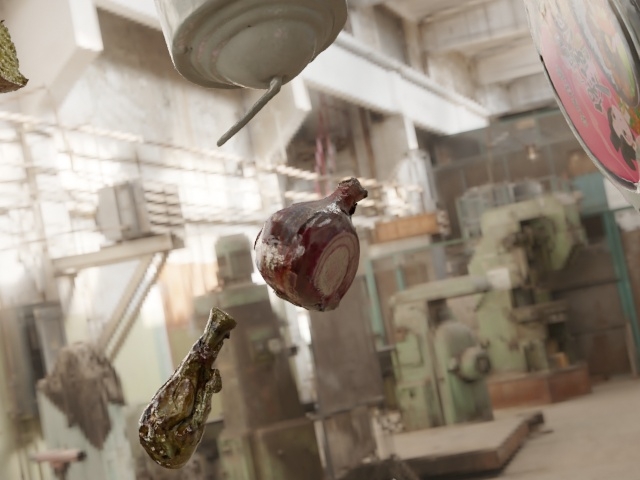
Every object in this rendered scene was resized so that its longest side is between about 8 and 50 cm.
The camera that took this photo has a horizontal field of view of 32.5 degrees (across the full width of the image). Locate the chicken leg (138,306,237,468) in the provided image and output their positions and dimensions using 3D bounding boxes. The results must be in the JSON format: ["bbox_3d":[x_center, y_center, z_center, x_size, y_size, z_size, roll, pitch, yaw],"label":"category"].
[{"bbox_3d":[-0.136,0.158,1.174,0.070,0.178,0.093,28,-7,-23],"label":"chicken leg"}]

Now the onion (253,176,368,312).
[{"bbox_3d":[-0.014,-0.004,1.533,0.135,0.198,0.173,17,-17,20],"label":"onion"}]

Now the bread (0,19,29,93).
[{"bbox_3d":[-0.475,-0.263,1.525,0.065,0.103,0.187,-19,-5,11],"label":"bread"}]

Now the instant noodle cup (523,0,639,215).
[{"bbox_3d":[0.305,-0.184,0.931,0.181,0.302,0.258,-24,15,-3],"label":"instant noodle cup"}]

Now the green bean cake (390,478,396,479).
[{"bbox_3d":[0.050,0.272,0.726,0.094,0.173,0.181,-17,34,18],"label":"green bean cake"}]

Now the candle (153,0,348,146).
[{"bbox_3d":[-0.091,-0.306,1.251,0.221,0.342,0.221,-18,-20,-7],"label":"candle"}]
